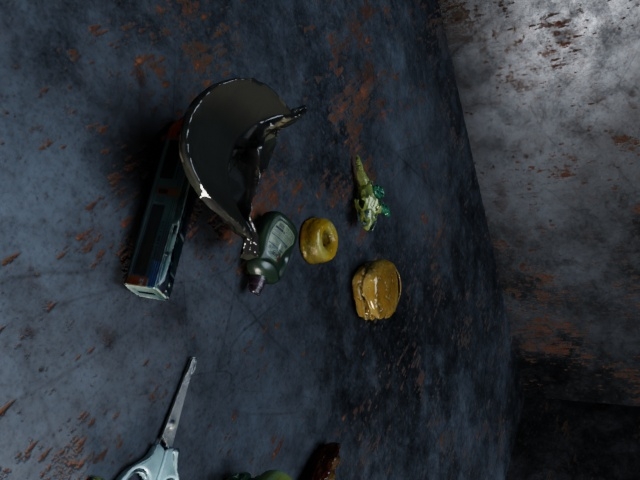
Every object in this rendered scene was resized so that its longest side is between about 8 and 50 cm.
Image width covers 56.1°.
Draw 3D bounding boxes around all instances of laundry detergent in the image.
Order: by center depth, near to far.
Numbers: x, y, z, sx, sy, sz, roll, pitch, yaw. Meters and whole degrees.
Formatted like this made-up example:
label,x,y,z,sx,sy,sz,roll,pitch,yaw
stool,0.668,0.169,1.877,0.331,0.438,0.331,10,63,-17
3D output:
label,x,y,z,sx,sy,sz,roll,pitch,yaw
laundry detergent,-0.128,0.046,1.526,0.144,0.078,0.222,53,45,-49

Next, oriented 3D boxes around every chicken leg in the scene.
label,x,y,z,sx,sy,sz,roll,pitch,yaw
chicken leg,-0.010,0.714,1.669,0.323,0.082,0.178,-61,151,-45

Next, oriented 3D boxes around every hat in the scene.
label,x,y,z,sx,sy,sz,roll,pitch,yaw
hat,-0.195,-0.175,1.272,0.381,0.257,0.367,30,74,-48

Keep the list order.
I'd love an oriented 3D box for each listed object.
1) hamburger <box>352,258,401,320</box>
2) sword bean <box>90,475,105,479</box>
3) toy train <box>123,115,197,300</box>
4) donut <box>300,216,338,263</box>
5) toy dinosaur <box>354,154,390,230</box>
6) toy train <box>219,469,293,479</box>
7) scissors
label,x,y,z,sx,sy,sz,roll,pitch,yaw
hamburger,0.188,0.160,2.016,0.213,0.108,0.214,2,88,-54
sword bean,-0.392,0.559,1.088,0.043,0.038,0.270,-25,111,-83
toy train,-0.306,-0.086,1.233,0.086,0.089,0.410,79,19,-68
donut,0.000,0.000,1.761,0.152,0.058,0.152,11,77,-60
toy dinosaur,0.158,-0.157,2.012,0.153,0.094,0.260,6,74,-62
toy train,-0.175,0.609,1.290,0.307,0.189,0.127,-22,104,-58
scissors,-0.314,0.409,1.234,0.191,0.029,0.361,47,50,-45
